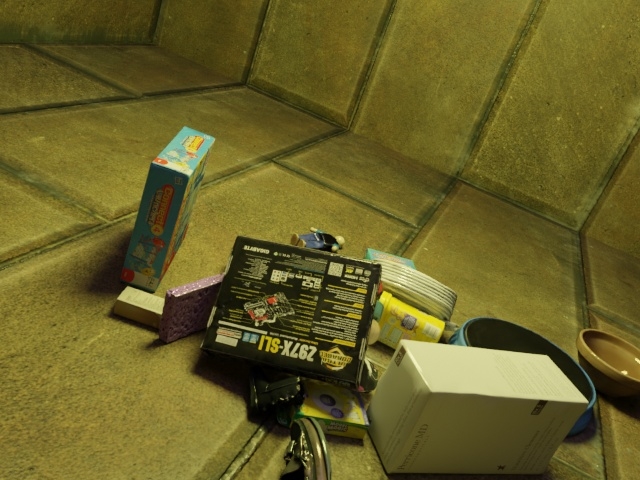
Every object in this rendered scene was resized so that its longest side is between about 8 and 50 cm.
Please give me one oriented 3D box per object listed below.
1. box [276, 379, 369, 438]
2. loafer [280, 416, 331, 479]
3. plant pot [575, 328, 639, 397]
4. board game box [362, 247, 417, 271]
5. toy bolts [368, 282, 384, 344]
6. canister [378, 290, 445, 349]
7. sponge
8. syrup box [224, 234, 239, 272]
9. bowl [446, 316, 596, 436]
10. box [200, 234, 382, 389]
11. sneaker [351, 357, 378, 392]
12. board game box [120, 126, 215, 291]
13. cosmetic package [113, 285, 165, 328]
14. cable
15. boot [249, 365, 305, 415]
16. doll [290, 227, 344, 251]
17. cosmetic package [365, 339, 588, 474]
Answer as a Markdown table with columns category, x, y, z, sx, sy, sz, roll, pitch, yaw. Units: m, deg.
| category | x | y | z | sx | sy | sz | roll | pitch | yaw |
| --- | --- | --- | --- | --- | --- | --- | --- | --- | --- |
| box | -0.001 | 0.329 | 1.185 | 0.179 | 0.043 | 0.105 | 12 | 25 | -15 |
| loafer | -0.026 | 0.393 | 0.972 | 0.084 | 0.096 | 0.267 | 6 | 29 | -17 |
| plant pot | 0.818 | 0.362 | 1.685 | 0.237 | 0.109 | 0.237 | 17 | 23 | -8 |
| board game box | 0.221 | 0.108 | 1.820 | 0.160 | 0.047 | 0.210 | 15 | 25 | -11 |
| toy bolts | 0.061 | 0.195 | 1.361 | 0.218 | 0.228 | 0.158 | 30 | 42 | -37 |
| canister | 0.206 | 0.217 | 1.484 | 0.170 | 0.126 | 0.073 | 26 | 28 | 8 |
| sponge | -0.252 | 0.137 | 1.292 | 0.031 | 0.117 | 0.210 | 28 | 25 | 27 |
| syrup box | -0.122 | 0.078 | 1.548 | 0.237 | 0.096 | 0.093 | 17 | 22 | -7 |
| bowl | 0.518 | 0.334 | 1.547 | 0.391 | 0.077 | 0.391 | 17 | 24 | -8 |
| box | -0.053 | 0.142 | 1.236 | 0.322 | 0.257 | 0.079 | 10 | -22 | 8 |
| sneaker | 0.095 | 0.281 | 1.285 | 0.077 | 0.072 | 0.178 | 24 | 2 | -15 |
| board game box | -0.362 | -0.083 | 1.441 | 0.086 | 0.308 | 0.302 | 19 | 24 | -8 |
| cosmetic package | -0.372 | 0.145 | 1.277 | 0.115 | 0.041 | 0.060 | 20 | 24 | -1 |
| cable | 0.232 | 0.135 | 1.585 | 0.257 | 0.089 | 0.257 | 15 | -17 | 46 |
| boot | -0.085 | 0.281 | 1.159 | 0.099 | 0.045 | 0.121 | -18 | 34 | 3 |
| doll | 0.000 | 0.000 | 1.874 | 0.189 | 0.046 | 0.129 | 0 | 32 | -38 |
| cosmetic package | 0.306 | 0.339 | 1.200 | 0.385 | 0.217 | 0.156 | 8 | 27 | -24 |
